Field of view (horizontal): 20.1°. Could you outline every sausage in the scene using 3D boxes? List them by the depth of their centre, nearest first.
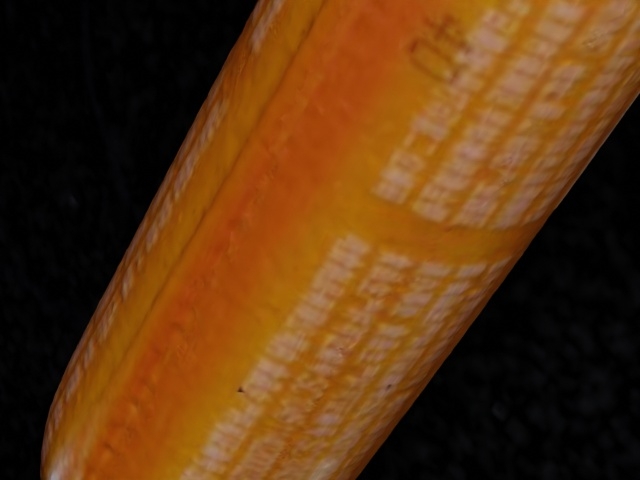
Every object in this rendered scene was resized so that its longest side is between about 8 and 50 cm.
[{"bbox_3d":[0.000,0.000,0.472,0.093,0.093,0.312,48,131,19],"label":"sausage"}]
